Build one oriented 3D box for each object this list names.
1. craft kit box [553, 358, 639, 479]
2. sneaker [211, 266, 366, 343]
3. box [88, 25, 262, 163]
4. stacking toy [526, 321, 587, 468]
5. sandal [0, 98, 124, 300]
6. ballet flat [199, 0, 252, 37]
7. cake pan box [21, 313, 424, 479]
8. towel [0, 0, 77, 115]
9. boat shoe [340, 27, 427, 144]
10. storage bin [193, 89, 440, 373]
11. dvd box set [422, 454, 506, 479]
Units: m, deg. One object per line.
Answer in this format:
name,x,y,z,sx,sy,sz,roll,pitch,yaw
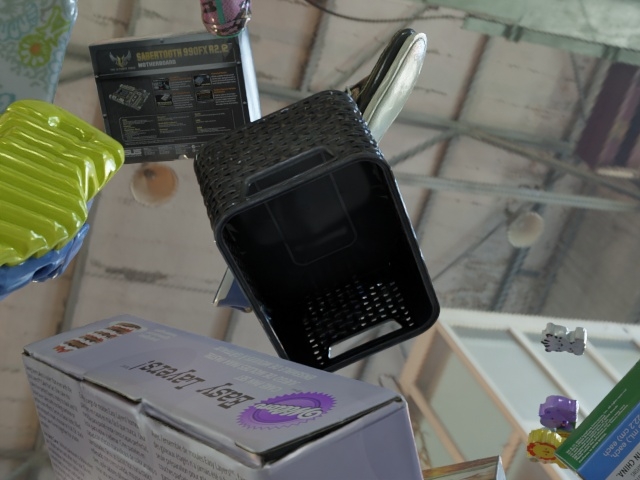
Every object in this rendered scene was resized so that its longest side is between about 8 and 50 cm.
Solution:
craft kit box,0.329,0.137,0.653,0.246,0.061,0.250,44,-92,-3
sneaker,-0.031,0.058,1.278,0.182,0.315,0.127,26,-81,-3
box,-0.208,-0.210,1.434,0.231,0.056,0.183,-4,-71,13
stacking toy,0.277,0.225,1.166,0.052,0.167,0.221,7,-39,17
sandal,-0.230,-0.003,0.698,0.126,0.317,0.138,28,-74,-1
ballet flat,-0.114,-0.333,1.181,0.077,0.221,0.079,-4,-44,1
cake pan box,-0.036,0.167,0.432,0.070,0.267,0.246,-21,-77,-30
towel,-0.506,-0.236,1.290,0.320,0.090,0.374,14,-89,-12
boat shoe,0.040,-0.146,1.126,0.233,0.079,0.084,-58,-20,22
storage bin,0.000,0.000,0.696,0.122,0.084,0.180,-24,-47,1
dvd box set,0.038,0.389,1.317,0.420,0.307,0.062,-14,-92,13
